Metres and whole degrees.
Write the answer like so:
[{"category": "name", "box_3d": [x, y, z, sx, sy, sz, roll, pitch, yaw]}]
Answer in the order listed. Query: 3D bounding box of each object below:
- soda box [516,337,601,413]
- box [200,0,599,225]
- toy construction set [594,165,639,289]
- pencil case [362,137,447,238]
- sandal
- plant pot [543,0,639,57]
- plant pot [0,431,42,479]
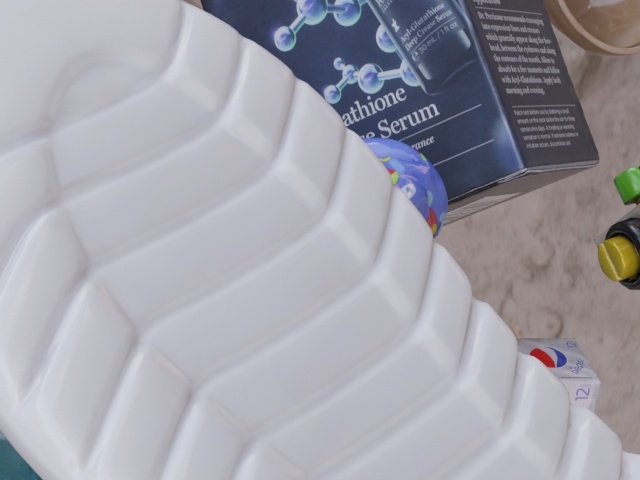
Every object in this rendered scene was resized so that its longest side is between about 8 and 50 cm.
[{"category": "soda box", "box_3d": [0.247, 0.259, 1.752, 0.091, 0.098, 0.286, 1, 117, -12]}, {"category": "box", "box_3d": [0.073, -0.208, 1.598, 0.293, 0.212, 0.395, -23, 82, 31]}, {"category": "toy construction set", "box_3d": [0.351, 0.037, 1.260, 0.257, 0.309, 0.237, -31, 75, -3]}, {"category": "pencil case", "box_3d": [0.000, 0.000, 1.319, 0.133, 0.306, 0.119, 46, 126, 5]}, {"category": "sandal", "box_3d": [0.004, 0.083, 0.512, 0.416, 0.102, 0.169, 44, 52, -4]}, {"category": "plant pot", "box_3d": [0.355, -0.353, 1.978, 0.237, 0.110, 0.237, 5, 81, -33]}, {"category": "plant pot", "box_3d": [-0.266, 0.024, 1.348, 0.341, 0.341, 0.334, -9, 48, 6]}]
